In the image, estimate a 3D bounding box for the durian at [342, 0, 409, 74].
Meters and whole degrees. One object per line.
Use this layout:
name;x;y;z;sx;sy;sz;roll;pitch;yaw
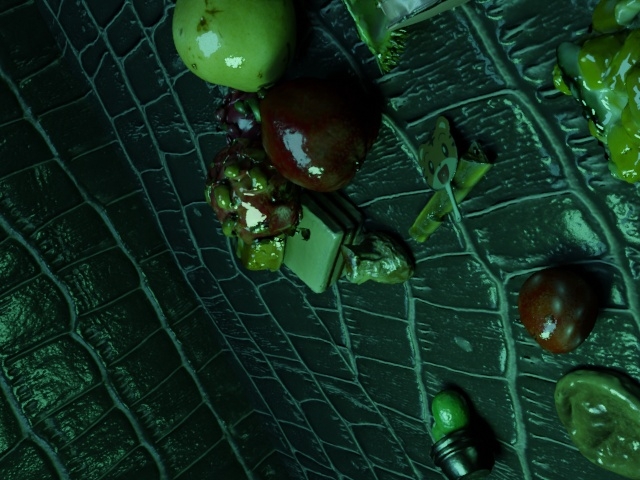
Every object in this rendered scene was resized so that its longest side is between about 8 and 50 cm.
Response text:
durian;0.076;-0.495;1.226;0.158;0.170;0.355;-10;109;57

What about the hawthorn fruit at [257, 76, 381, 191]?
hawthorn fruit;-0.025;-0.261;1.478;0.307;0.265;0.265;34;148;3

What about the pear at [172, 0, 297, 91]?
pear;-0.198;-0.510;1.507;0.309;0.309;0.309;37;145;32

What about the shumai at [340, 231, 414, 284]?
shumai;0.134;0.060;1.702;0.210;0.153;0.161;28;132;43

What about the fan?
fan;0.264;-0.140;1.353;0.152;0.008;0.226;123;137;-58

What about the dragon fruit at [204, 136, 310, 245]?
dragon fruit;-0.174;-0.126;1.630;0.291;0.251;0.268;70;-170;-61

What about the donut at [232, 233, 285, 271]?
donut;-0.197;-0.068;1.946;0.330;0.160;0.329;-178;90;-68

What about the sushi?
sushi;0.450;-0.200;0.800;0.329;0.286;0.327;-25;86;62

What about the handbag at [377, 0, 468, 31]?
handbag;0.189;-0.451;1.088;0.205;0.179;0.116;-19;100;23

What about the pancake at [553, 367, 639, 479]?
pancake;0.635;0.403;1.376;0.295;0.050;0.294;35;143;32

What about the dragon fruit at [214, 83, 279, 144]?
dragon fruit;-0.167;-0.344;1.693;0.273;0.219;0.198;142;131;-60

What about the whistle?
whistle;0.282;-0.100;1.411;0.326;0.057;0.067;118;137;-55

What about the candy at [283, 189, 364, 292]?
candy;0.000;0.000;1.854;0.179;0.135;0.320;44;149;20

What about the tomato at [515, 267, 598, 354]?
tomato;0.473;0.133;1.265;0.167;0.167;0.167;37;145;32

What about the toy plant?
toy plant;0.383;0.556;1.798;0.218;0.176;0.235;87;165;-51
